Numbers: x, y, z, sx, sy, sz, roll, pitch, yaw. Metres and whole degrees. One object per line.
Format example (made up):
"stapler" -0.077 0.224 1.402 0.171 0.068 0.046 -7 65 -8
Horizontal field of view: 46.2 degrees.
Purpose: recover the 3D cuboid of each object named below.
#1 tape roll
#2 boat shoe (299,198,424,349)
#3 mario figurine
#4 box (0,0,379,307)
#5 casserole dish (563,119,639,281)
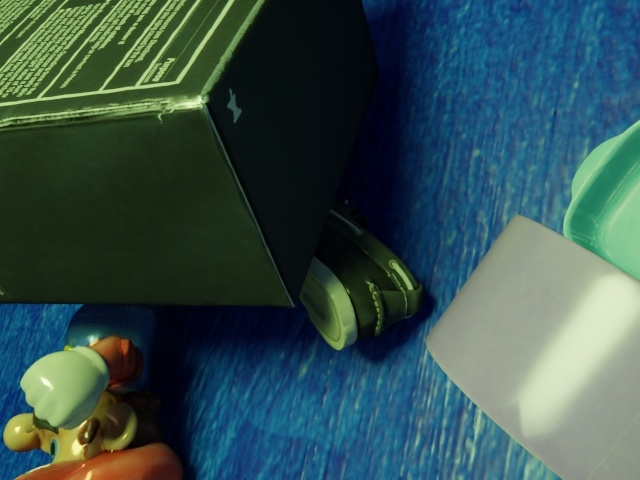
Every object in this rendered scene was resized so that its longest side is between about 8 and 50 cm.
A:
"tape roll" 0.150 0.072 0.359 0.080 0.189 0.189 -55 45 7
"boat shoe" 0.000 0.000 0.622 0.079 0.084 0.233 -22 38 -15
"mario figurine" -0.215 0.106 0.670 0.170 0.198 0.320 -13 57 21
"box" -0.135 -0.108 0.589 0.294 0.182 0.296 -2 44 23
"casserole dish" 0.230 -0.002 0.429 0.114 0.037 0.188 -54 45 6
